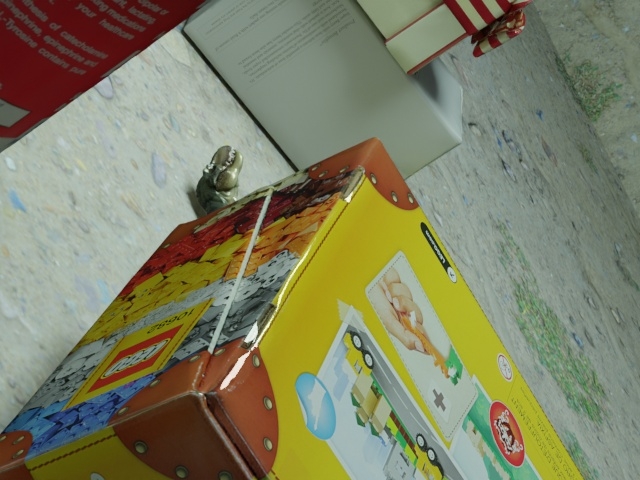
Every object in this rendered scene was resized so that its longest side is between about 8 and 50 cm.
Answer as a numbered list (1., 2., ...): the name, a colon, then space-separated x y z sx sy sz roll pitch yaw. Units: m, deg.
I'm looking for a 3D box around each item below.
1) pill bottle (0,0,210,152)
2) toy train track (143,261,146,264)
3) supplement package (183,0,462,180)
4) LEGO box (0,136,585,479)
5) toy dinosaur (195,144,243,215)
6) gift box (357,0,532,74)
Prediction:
1. pill bottle: -0.168 -0.249 1.167 0.229 0.407 0.229 47 23 -27
2. toy train track: -0.130 0.055 1.386 0.083 0.014 0.048 55 12 -22
3. supplement package: 0.011 -0.207 1.861 0.293 0.177 0.175 51 20 -19
4. LEGO box: 0.040 0.236 1.109 0.500 0.193 0.372 58 28 -14
5. toy dinosaur: -0.056 0.026 1.499 0.118 0.064 0.268 6 45 -13
6. gift box: 0.151 -0.353 1.760 0.258 0.276 0.255 52 26 -18
